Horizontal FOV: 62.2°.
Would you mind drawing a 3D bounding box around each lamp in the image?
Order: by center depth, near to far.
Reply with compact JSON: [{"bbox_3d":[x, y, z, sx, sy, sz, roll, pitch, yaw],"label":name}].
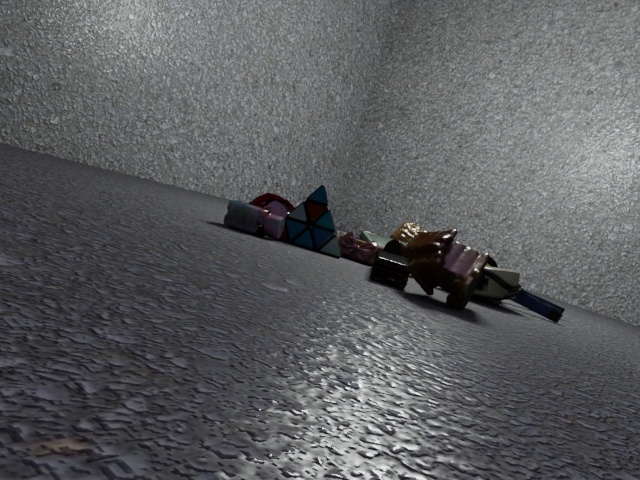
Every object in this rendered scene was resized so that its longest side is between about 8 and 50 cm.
[{"bbox_3d":[0.322,0.050,2.295,0.267,0.047,0.269,17,18,-23],"label":"lamp"}]

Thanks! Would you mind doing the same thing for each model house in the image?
[{"bbox_3d":[0.334,0.075,1.483,0.229,0.219,0.199,31,53,23],"label":"model house"}]

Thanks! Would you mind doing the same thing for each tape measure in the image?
[{"bbox_3d":[0.557,0.148,1.847,0.271,0.133,0.231,12,-1,-37],"label":"tape measure"}]

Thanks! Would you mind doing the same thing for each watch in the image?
[{"bbox_3d":[0.789,0.218,2.027,0.275,0.068,0.276,25,7,25],"label":"watch"}]

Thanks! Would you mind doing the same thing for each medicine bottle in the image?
[{"bbox_3d":[-0.222,-0.070,1.821,0.188,0.094,0.119,17,3,10],"label":"medicine bottle"}]

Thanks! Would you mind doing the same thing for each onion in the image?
[{"bbox_3d":[-0.162,-0.110,2.311,0.280,0.146,0.314,23,2,25],"label":"onion"}]

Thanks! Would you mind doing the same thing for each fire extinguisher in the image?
[{"bbox_3d":[0.340,0.067,1.982,0.252,0.106,0.075,35,-2,-42],"label":"fire extinguisher"}]

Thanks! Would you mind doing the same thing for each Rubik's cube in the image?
[{"bbox_3d":[-0.029,-0.002,1.883,0.250,0.284,0.234,-19,50,-38],"label":"Rubik's cube"}]

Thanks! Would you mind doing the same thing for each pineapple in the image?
[{"bbox_3d":[0.528,0.055,2.639,0.362,0.202,0.202,29,8,20],"label":"pineapple"}]

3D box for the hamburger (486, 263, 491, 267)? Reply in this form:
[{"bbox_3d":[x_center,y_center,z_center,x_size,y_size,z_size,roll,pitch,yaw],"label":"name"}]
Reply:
[{"bbox_3d":[0.581,0.126,2.123,0.215,0.122,0.189,13,21,-20],"label":"hamburger"}]

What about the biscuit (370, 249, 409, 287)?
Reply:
[{"bbox_3d":[0.221,0.085,1.688,0.107,0.073,0.388,16,4,6],"label":"biscuit"}]

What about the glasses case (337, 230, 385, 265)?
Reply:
[{"bbox_3d":[0.142,0.028,1.948,0.194,0.102,0.070,18,11,19],"label":"glasses case"}]

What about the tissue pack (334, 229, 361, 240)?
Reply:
[{"bbox_3d":[0.052,-0.020,2.403,0.173,0.073,0.235,15,3,-40],"label":"tissue pack"}]

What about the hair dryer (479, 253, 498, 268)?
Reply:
[{"bbox_3d":[0.573,0.150,2.359,0.284,0.155,0.320,-7,0,-22],"label":"hair dryer"}]
